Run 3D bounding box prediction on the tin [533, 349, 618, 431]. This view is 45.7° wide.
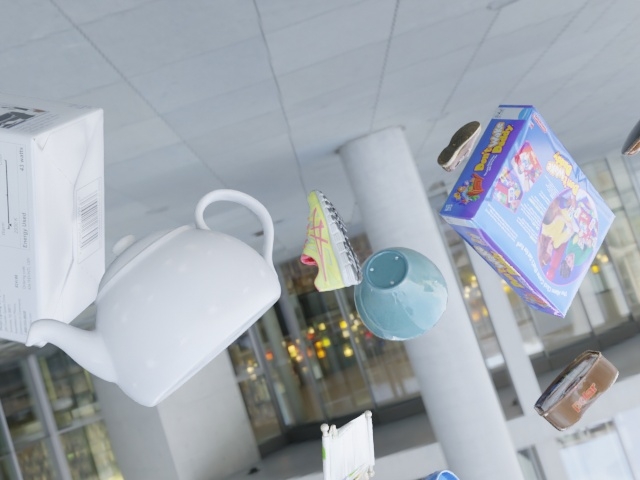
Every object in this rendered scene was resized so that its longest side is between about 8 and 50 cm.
[{"bbox_3d":[0.319,0.186,0.952,0.106,0.040,0.190,-52,166,2],"label":"tin"}]

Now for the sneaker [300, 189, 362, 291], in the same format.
[{"bbox_3d":[0.000,0.000,1.365,0.094,0.208,0.081,-26,146,14],"label":"sneaker"}]

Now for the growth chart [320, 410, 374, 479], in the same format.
[{"bbox_3d":[0.061,0.445,1.570,0.021,0.171,0.237,1,178,28],"label":"growth chart"}]

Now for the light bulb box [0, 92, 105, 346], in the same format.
[{"bbox_3d":[-0.576,-0.056,1.267,0.361,0.357,0.225,10,-158,9],"label":"light bulb box"}]

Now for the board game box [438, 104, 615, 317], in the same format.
[{"bbox_3d":[0.385,-0.047,1.378,0.347,0.233,0.078,40,164,-36],"label":"board game box"}]

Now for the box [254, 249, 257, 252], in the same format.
[{"bbox_3d":[-0.136,0.049,1.305,0.054,0.059,0.169,-34,-168,-12],"label":"box"}]

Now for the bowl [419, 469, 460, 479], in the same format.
[{"bbox_3d":[0.293,0.718,1.695,0.077,0.391,0.391,-20,175,21],"label":"bowl"}]

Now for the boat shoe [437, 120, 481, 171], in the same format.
[{"bbox_3d":[0.427,-0.284,2.306,0.178,0.064,0.060,-51,131,-2],"label":"boat shoe"}]

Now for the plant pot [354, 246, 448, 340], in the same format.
[{"bbox_3d":[0.223,0.131,2.289,0.290,0.290,0.195,-19,145,10],"label":"plant pot"}]

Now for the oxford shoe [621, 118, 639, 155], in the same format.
[{"bbox_3d":[0.680,-0.232,1.491,0.212,0.076,0.076,-52,-172,43],"label":"oxford shoe"}]

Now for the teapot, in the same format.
[{"bbox_3d":[-0.184,0.066,0.952,0.252,0.187,0.256,-42,176,17],"label":"teapot"}]
